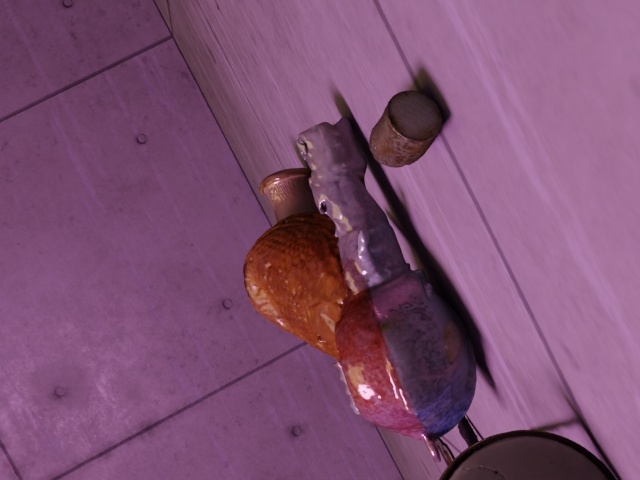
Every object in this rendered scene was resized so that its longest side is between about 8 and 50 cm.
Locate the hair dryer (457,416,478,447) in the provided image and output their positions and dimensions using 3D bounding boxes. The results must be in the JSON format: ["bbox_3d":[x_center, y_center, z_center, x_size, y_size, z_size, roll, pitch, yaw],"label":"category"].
[{"bbox_3d":[0.169,0.316,0.915,0.303,0.120,0.359,28,-152,-26],"label":"hair dryer"}]

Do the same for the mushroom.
[{"bbox_3d":[-0.004,0.007,1.245,0.096,0.108,0.247,-31,88,43],"label":"mushroom"}]

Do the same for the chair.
[{"bbox_3d":[0.157,0.219,0.608,0.170,0.159,0.326,59,177,18],"label":"chair"}]

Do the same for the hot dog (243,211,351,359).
[{"bbox_3d":[0.007,0.066,1.106,0.272,0.122,0.196,15,126,58],"label":"hot dog"}]

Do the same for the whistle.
[{"bbox_3d":[0.056,0.051,0.838,0.142,0.133,0.346,-14,-97,-59],"label":"whistle"}]

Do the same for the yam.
[{"bbox_3d":[0.060,-0.078,0.604,0.043,0.043,0.094,61,172,6],"label":"yam"}]

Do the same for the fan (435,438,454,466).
[{"bbox_3d":[0.243,0.422,1.399,0.220,0.009,0.132,62,176,7],"label":"fan"}]
